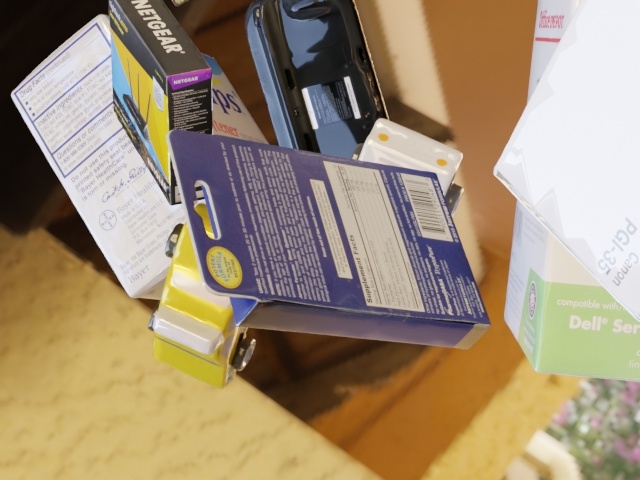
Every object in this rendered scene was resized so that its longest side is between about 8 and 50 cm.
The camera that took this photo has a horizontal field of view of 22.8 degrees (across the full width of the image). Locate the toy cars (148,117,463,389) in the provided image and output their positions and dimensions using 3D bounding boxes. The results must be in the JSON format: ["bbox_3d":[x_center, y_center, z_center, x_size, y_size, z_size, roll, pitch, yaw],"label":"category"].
[{"bbox_3d":[-0.030,0.033,1.414,0.176,0.394,0.087,56,-146,-15],"label":"toy cars"}]

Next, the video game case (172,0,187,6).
[{"bbox_3d":[-0.114,-0.361,1.512,0.232,0.042,0.210,-43,-74,-42],"label":"video game case"}]

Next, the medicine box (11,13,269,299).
[{"bbox_3d":[-0.166,-0.082,1.798,0.149,0.289,0.263,-37,-18,17],"label":"medicine box"}]

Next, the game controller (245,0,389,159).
[{"bbox_3d":[0.006,-0.176,2.049,0.067,0.167,0.319,-30,-75,-60],"label":"game controller"}]

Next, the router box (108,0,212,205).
[{"bbox_3d":[-0.145,-0.135,1.434,0.046,0.179,0.133,-12,-53,-20],"label":"router box"}]

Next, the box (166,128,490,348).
[{"bbox_3d":[0.000,0.000,1.065,0.225,0.136,0.036,9,-41,-33],"label":"box"}]

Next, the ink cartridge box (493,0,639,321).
[{"bbox_3d":[0.244,-0.109,0.774,0.283,0.117,0.207,-27,-26,-35],"label":"ink cartridge box"}]

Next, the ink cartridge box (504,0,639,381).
[{"bbox_3d":[0.226,-0.086,1.216,0.207,0.119,0.353,-89,3,-82],"label":"ink cartridge box"}]
